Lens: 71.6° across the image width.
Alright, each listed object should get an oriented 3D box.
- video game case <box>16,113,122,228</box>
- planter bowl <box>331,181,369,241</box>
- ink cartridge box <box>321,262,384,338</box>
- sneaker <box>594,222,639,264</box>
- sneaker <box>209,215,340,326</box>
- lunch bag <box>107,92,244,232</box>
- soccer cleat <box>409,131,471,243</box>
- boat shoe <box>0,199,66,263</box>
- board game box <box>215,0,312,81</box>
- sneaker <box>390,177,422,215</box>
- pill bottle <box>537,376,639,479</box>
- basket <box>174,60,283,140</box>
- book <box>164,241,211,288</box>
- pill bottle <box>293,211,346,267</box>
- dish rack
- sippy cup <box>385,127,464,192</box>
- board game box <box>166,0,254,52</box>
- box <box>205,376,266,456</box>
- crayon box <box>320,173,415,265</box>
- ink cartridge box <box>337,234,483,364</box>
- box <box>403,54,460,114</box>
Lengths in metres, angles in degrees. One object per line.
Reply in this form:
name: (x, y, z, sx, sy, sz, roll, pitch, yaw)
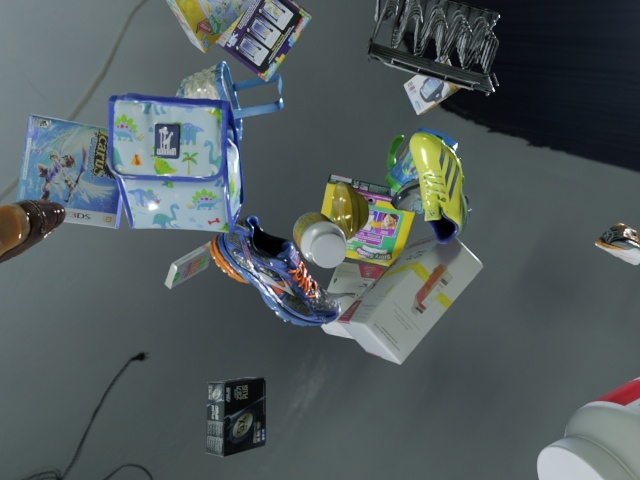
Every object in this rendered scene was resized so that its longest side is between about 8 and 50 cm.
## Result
video game case: (-0.662, -0.181, 1.199, 0.244, 0.061, 0.270, 7, 89, -17)
planter bowl: (0.115, -0.102, 1.586, 0.090, 0.217, 0.217, -5, 115, -16)
ink cartridge box: (0.133, 0.242, 1.803, 0.117, 0.207, 0.283, 58, 46, -45)
sneaker: (0.781, 0.001, 1.151, 0.083, 0.084, 0.215, -59, 172, 17)
sneaker: (-0.056, 0.048, 0.654, 0.221, 0.083, 0.087, 36, 119, -14)
lunch bag: (-0.159, -0.088, 0.504, 0.096, 0.128, 0.151, -88, -179, -54)
soccer cleat: (0.262, -0.108, 0.991, 0.121, 0.093, 0.289, -51, 130, -21)
boat shoe: (-0.447, -0.008, 0.634, 0.073, 0.206, 0.073, -36, 110, -61)
board game box: (-0.123, -0.458, 0.961, 0.141, 0.048, 0.170, 34, 120, -19)
sneaker: (0.353, -0.124, 1.425, 0.283, 0.122, 0.110, -8, 144, -31)
pill bottle: (0.597, 0.365, 0.774, 0.407, 0.229, 0.229, -15, 121, -20)
basket: (-0.249, -0.401, 1.265, 0.288, 0.255, 0.201, -14, 125, 5)
book: (-0.367, 0.066, 1.248, 0.144, 0.035, 0.096, -38, 165, -50)
pill bottle: (0.000, 0.000, 1.352, 0.136, 0.246, 0.136, -3, 105, -11)
dish rack: (0.172, -0.312, 0.675, 0.272, 0.208, 0.074, -75, 180, -50)
sippy cup: (0.389, -0.287, 1.656, 0.240, 0.305, 0.224, -53, 166, -59)
board game box: (-0.130, -0.298, 0.497, 0.103, 0.026, 0.154, -49, 169, -4)
box: (-0.225, 0.465, 1.192, 0.147, 0.077, 0.180, 13, 71, -48)
crayon box: (0.178, -0.075, 1.812, 0.106, 0.362, 0.313, -76, 178, -58)
ink cartridge box: (0.264, 0.166, 1.361, 0.384, 0.279, 0.160, -44, 93, -15)
box: (0.250, -0.352, 1.023, 0.028, 0.136, 0.081, -24, 89, -38)
